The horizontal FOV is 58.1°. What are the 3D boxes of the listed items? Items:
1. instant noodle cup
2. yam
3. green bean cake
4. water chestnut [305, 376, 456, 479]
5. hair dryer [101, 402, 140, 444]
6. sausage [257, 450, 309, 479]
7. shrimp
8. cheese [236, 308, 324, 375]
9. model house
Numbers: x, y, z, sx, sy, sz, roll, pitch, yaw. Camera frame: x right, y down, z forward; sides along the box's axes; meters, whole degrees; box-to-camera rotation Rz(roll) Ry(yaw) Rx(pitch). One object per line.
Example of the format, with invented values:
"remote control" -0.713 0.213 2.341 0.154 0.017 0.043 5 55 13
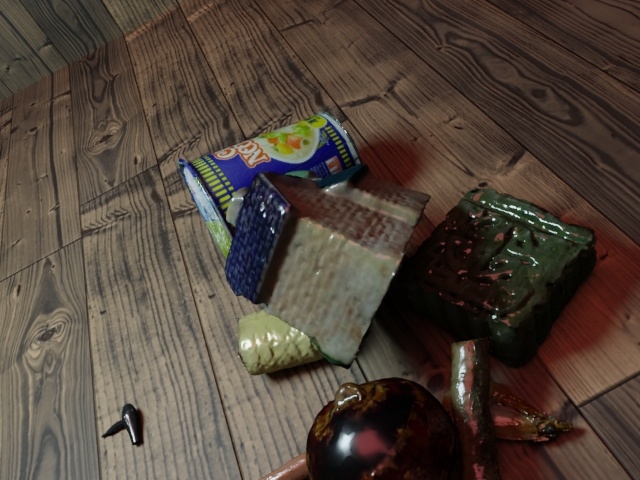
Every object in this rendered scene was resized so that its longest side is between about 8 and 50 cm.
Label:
"instant noodle cup" -0.084 -0.106 1.170 0.312 0.284 0.284 -30 44 -14
"yam" 0.211 0.257 0.787 0.061 0.061 0.253 -8 67 19
"green bean cake" 0.289 0.043 0.941 0.255 0.132 0.241 -45 44 -16
"water chestnut" 0.089 0.301 0.774 0.224 0.238 0.224 -50 8 10
"hair dryer" -0.366 0.351 1.056 0.083 0.031 0.079 -36 53 12
"sausage" -0.041 0.354 0.883 0.186 0.043 0.043 -32 45 -2
"shrimp" 0.264 0.248 0.828 0.183 0.043 0.091 9 52 32
"cheese" -0.056 0.167 1.019 0.167 0.094 0.123 -17 36 5
"model house" 0.001 -0.002 0.922 0.284 0.243 0.298 29 25 6
